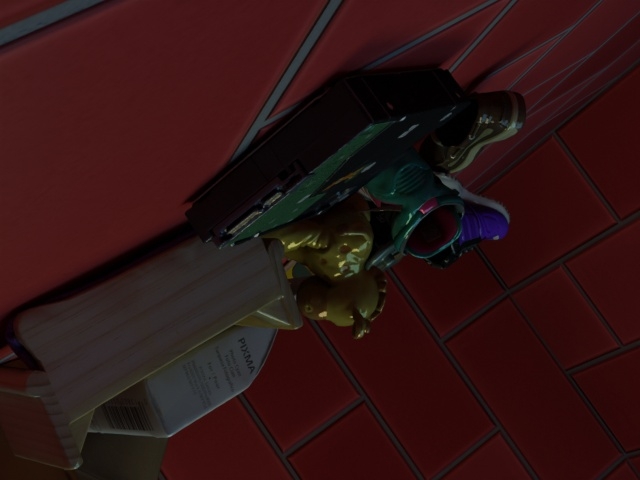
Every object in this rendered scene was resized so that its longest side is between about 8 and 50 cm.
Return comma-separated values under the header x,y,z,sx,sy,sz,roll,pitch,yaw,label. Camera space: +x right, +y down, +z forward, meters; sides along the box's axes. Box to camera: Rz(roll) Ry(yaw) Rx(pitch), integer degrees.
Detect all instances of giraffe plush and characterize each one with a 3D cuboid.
x,y,z,sx,sy,sz,roll,pitch,yaw,label
0.021,0.037,1.435,0.210,0.170,0.181,3,-160,32,giraffe plush

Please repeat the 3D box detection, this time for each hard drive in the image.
x,y,z,sx,sy,sz,roll,pitch,yaw,label
0.019,-0.100,1.206,0.237,0.064,0.339,-38,174,26,hard drive

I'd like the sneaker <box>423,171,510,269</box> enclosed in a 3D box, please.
x,y,z,sx,sy,sz,roll,pitch,yaw,label
0.225,-0.017,1.840,0.102,0.146,0.293,4,169,39,sneaker

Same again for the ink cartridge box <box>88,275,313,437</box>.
x,y,z,sx,sy,sz,roll,pitch,yaw,label
-0.174,0.159,1.543,0.385,0.091,0.308,-25,-170,-40,ink cartridge box

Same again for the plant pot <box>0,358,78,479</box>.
x,y,z,sx,sy,sz,roll,pitch,yaw,label
-0.427,0.308,1.318,0.291,0.203,0.291,-35,175,-3,plant pot

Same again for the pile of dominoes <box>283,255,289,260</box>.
x,y,z,sx,sy,sz,roll,pitch,yaw,label
-0.130,0.056,1.748,0.251,0.040,0.196,-33,174,-24,pile of dominoes

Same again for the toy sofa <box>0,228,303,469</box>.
x,y,z,sx,sy,sz,roll,pitch,yaw,label
-0.210,0.093,1.226,0.363,0.177,0.150,-31,-162,-37,toy sofa

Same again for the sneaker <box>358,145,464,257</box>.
x,y,z,sx,sy,sz,roll,pitch,yaw,label
0.135,-0.058,1.632,0.124,0.178,0.295,-34,175,-2,sneaker

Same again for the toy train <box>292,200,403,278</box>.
x,y,z,sx,sy,sz,roll,pitch,yaw,label
0.090,-0.003,1.908,0.334,0.142,0.190,-30,163,-51,toy train

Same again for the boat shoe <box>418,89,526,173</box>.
x,y,z,sx,sy,sz,roll,pitch,yaw,label
0.211,-0.175,1.674,0.095,0.095,0.257,1,162,-26,boat shoe

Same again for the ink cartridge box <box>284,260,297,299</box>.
x,y,z,sx,sy,sz,roll,pitch,yaw,label
0.018,0.037,2.328,0.304,0.072,0.307,-32,176,-34,ink cartridge box

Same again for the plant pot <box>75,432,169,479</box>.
x,y,z,sx,sy,sz,roll,pitch,yaw,label
-0.346,0.316,1.696,0.229,0.263,0.263,-64,-177,-16,plant pot
